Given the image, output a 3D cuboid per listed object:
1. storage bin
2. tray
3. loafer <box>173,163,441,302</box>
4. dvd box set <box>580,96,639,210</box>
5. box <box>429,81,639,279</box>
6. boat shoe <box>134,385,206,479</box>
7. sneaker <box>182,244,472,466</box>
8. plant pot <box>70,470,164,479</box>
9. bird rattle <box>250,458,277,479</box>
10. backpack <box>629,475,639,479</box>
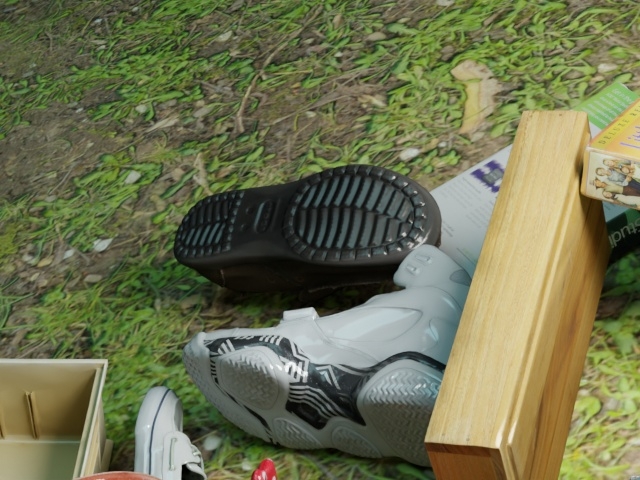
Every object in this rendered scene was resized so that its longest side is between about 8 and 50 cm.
[{"bbox_3d":[-0.370,0.255,1.715,0.262,0.123,0.260,1,36,2],"label":"storage bin"},{"bbox_3d":[0.200,0.089,1.529,0.076,0.203,0.411,3,48,22],"label":"tray"},{"bbox_3d":[0.000,0.000,1.883,0.365,0.130,0.134,0,58,39],"label":"loafer"},{"bbox_3d":[0.503,-0.070,1.547,0.420,0.062,0.307,16,30,26],"label":"dvd box set"},{"bbox_3d":[0.279,-0.048,1.850,0.322,0.058,0.232,-31,34,-7],"label":"box"},{"bbox_3d":[-0.157,0.252,1.709,0.075,0.083,0.226,-5,48,9],"label":"boat shoe"},{"bbox_3d":[0.042,0.114,1.711,0.365,0.137,0.210,7,44,32],"label":"sneaker"},{"bbox_3d":[-0.152,0.382,1.364,0.272,0.272,0.265,-35,43,-15],"label":"plant pot"},{"bbox_3d":[0.013,0.289,1.396,0.143,0.253,0.207,-39,64,9],"label":"bird rattle"},{"bbox_3d":[0.306,0.256,1.288,0.166,0.188,0.144,35,56,11],"label":"backpack"}]
